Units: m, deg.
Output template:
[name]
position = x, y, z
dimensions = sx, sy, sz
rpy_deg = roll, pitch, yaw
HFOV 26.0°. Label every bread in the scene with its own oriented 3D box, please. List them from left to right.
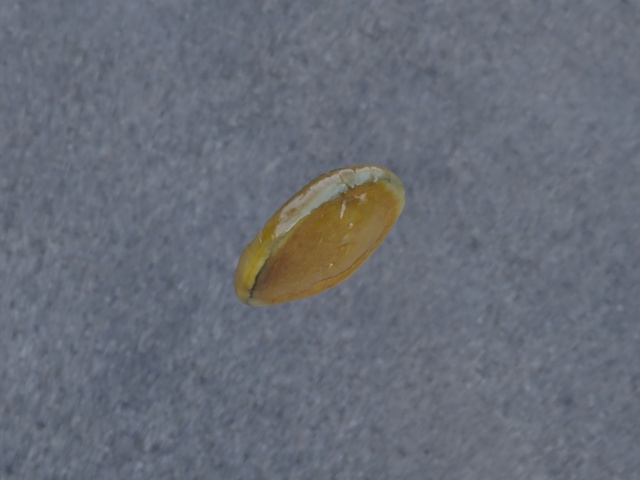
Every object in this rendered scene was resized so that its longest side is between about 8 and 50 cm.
[bread]
position = 0.000, 0.000, 0.750
dimensions = 0.110, 0.110, 0.024
rpy_deg = -21, 62, -30
